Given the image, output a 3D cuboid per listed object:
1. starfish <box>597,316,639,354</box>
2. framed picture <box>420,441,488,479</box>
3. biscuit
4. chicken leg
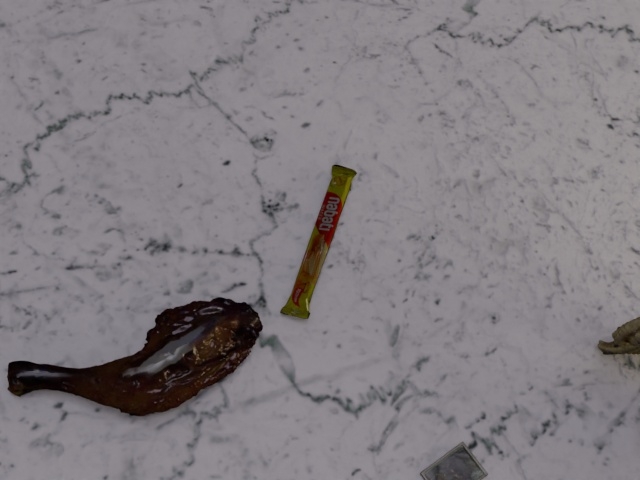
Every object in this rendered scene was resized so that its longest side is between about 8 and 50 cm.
[{"bbox_3d":[0.655,0.162,1.719,0.432,0.324,0.082,8,80,3],"label":"starfish"},{"bbox_3d":[0.210,0.366,1.730,0.089,0.006,0.066,-32,73,-18],"label":"framed picture"},{"bbox_3d":[0.000,0.000,1.861,0.048,0.026,0.292,9,64,20],"label":"biscuit"},{"bbox_3d":[-0.282,0.192,1.713,0.407,0.096,0.158,-16,65,-10],"label":"chicken leg"}]
